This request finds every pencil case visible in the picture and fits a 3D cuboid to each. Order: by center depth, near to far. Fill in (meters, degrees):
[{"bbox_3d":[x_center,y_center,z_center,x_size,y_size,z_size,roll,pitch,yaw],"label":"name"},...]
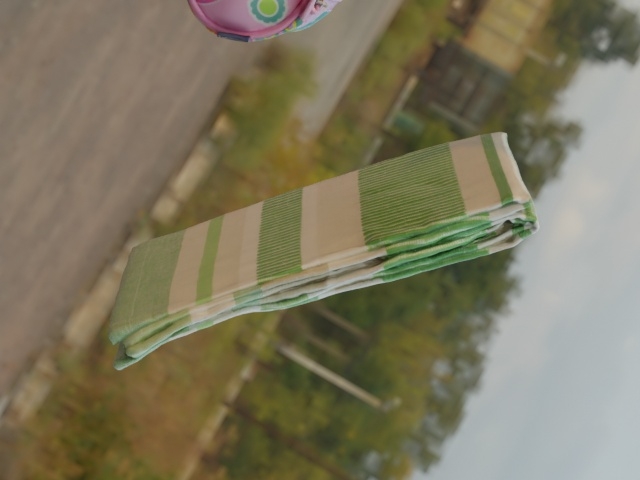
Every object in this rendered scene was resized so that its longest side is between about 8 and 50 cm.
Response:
[{"bbox_3d":[-0.041,-0.227,1.597,0.124,0.124,0.284,-60,-179,9],"label":"pencil case"}]

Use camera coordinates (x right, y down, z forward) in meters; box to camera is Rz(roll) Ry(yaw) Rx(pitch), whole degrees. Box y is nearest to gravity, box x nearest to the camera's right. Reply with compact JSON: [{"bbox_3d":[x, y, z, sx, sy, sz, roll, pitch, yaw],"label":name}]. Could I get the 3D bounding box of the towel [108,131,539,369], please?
[{"bbox_3d":[0.000,0.000,1.455,0.324,0.038,0.248,-19,-164,6],"label":"towel"}]
